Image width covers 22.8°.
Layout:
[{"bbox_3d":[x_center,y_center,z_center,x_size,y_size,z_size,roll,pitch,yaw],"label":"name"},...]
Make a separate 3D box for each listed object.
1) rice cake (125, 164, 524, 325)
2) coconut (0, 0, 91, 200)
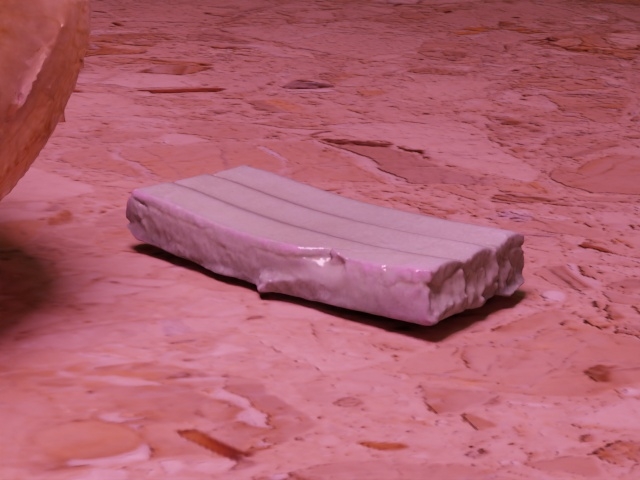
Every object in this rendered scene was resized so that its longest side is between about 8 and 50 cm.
[{"bbox_3d":[0.000,0.000,0.991,0.237,0.043,0.127,16,21,35],"label":"rice cake"},{"bbox_3d":[-0.305,-0.125,0.855,0.346,0.346,0.360,-6,19,-27],"label":"coconut"}]
